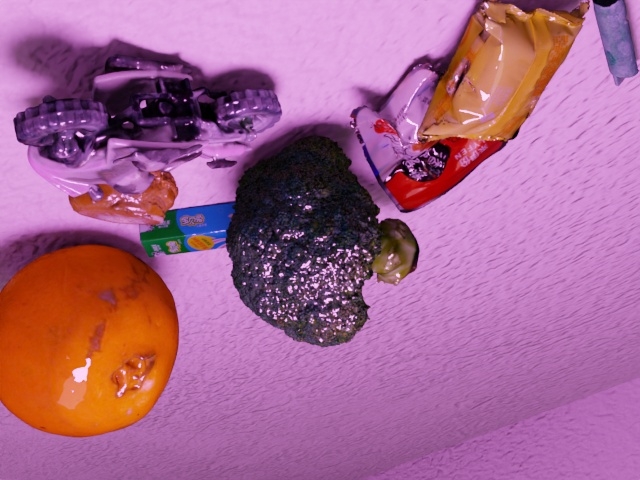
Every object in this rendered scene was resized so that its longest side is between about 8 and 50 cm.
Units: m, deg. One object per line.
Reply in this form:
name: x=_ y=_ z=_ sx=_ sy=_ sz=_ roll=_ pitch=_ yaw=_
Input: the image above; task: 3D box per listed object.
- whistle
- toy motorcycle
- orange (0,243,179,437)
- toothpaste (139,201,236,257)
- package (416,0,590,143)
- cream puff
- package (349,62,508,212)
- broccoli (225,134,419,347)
whistle: x=0.366 y=-0.250 z=1.086 sx=0.039 sy=0.039 sz=0.186 roll=-18 pitch=152 yaw=19
toy motorcycle: x=-0.213 y=-0.130 z=1.065 sx=0.326 sy=0.143 sz=0.188 roll=-9 pitch=167 yaw=-34
orange: x=-0.374 y=0.155 z=1.393 sx=0.311 sy=0.312 sz=0.312 roll=-7 pitch=154 yaw=-3
toothpaste: x=-0.145 y=-0.023 z=1.379 sx=0.266 sy=0.050 sz=0.065 roll=-7 pitch=157 yaw=-1
package: x=0.218 y=-0.201 z=1.063 sx=0.168 sy=0.090 sz=0.226 roll=-5 pitch=143 yaw=-29
cream puff: x=-0.262 y=-0.075 z=1.178 sx=0.143 sy=0.103 sz=0.126 roll=9 pitch=171 yaw=-5
package: x=0.143 y=-0.142 z=1.211 sx=0.194 sy=0.071 sz=0.269 roll=-26 pitch=154 yaw=17
broccoli: x=0.000 y=0.000 z=1.242 sx=0.297 sy=0.298 sz=0.297 roll=-3 pitch=158 yaw=-46
